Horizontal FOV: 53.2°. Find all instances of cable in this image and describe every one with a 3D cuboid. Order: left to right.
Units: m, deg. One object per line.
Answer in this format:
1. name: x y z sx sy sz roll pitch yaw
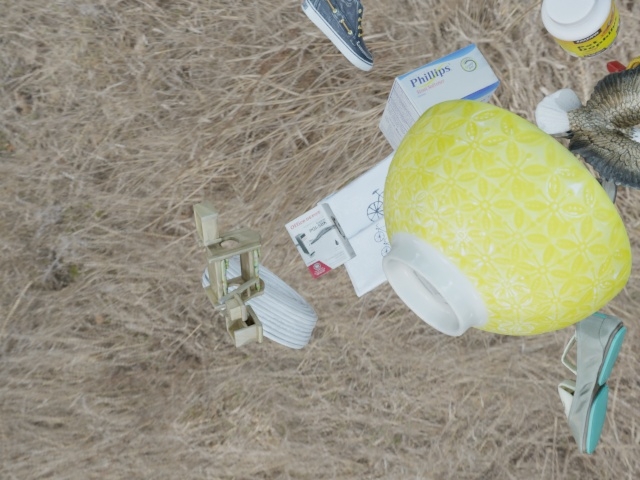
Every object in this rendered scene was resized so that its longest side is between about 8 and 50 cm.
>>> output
1. cable: -0.119 0.118 1.301 0.257 0.257 0.089 34 92 8

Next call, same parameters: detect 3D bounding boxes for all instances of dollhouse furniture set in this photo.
1. dollhouse furniture set: -0.121 0.045 1.023 0.101 0.161 0.182 -17 131 -22

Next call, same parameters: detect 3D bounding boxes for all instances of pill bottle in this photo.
1. pill bottle: 0.480 -0.416 1.179 0.117 0.215 0.117 1 93 32

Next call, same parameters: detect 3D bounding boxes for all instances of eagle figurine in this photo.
1. eagle figurine: 0.600 -0.221 1.272 0.225 0.298 0.227 -22 98 -7

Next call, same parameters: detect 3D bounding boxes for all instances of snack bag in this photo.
1. snack bag: 0.171 -0.059 1.833 0.323 0.037 0.343 -33 63 21

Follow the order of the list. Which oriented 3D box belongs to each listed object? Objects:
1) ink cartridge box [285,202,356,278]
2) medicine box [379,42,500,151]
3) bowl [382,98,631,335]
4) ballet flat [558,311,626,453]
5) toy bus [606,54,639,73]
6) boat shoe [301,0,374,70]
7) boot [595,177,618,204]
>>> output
1. ink cartridge box: 0.000 0.000 1.378 0.099 0.056 0.135 -30 87 17
2. medicine box: 0.339 -0.398 1.880 0.263 0.289 0.149 -27 77 -13
3. bowl: 0.160 0.010 0.696 0.156 0.289 0.289 -43 94 -15
4. ballet flat: 0.361 0.190 0.871 0.068 0.072 0.213 21 120 38
5. toy bus: 0.769 -0.389 1.436 0.190 0.202 0.104 4 137 -2
6. boat shoe: 0.056 -0.386 1.147 0.083 0.065 0.183 -37 131 22
7. boot: 0.528 -0.023 1.542 0.284 0.138 0.378 20 72 19
